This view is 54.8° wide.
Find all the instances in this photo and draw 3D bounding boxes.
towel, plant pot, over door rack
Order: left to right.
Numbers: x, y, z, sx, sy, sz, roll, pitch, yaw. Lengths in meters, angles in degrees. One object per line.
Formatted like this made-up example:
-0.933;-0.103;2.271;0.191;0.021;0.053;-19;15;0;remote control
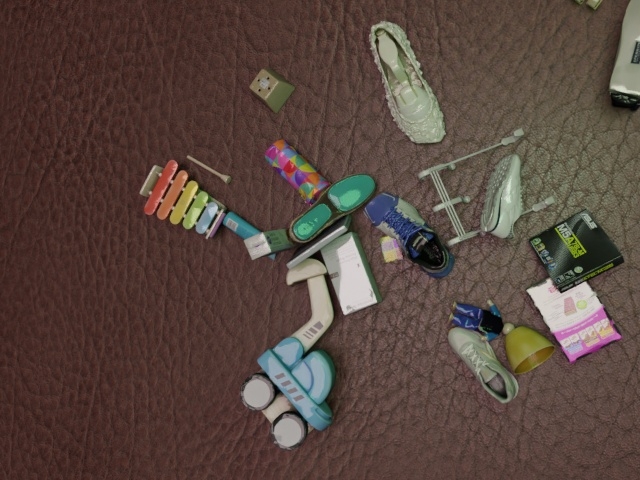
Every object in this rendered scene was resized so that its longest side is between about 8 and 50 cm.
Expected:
-0.166;-0.490;1.986;0.109;0.096;0.109;40;101;14;plant pot
0.217;0.025;1.905;0.060;0.009;0.083;-17;83;17;towel
0.474;-0.144;1.792;0.324;0.108;0.240;-23;82;1;over door rack
0.576;0.299;1.740;0.134;0.134;0.095;-38;55;13;plant pot

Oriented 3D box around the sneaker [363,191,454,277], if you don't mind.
0.267;-0.024;1.796;0.127;0.182;0.315;-46;79;3;sneaker

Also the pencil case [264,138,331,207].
-0.073;-0.213;1.953;0.104;0.104;0.236;-45;76;11;pencil case

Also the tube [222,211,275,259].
-0.226;-0.018;2.015;0.207;0.080;0.052;35;55;15;tube

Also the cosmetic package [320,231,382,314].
0.093;0.102;1.902;0.117;0.085;0.231;-23;81;15;cosmetic package

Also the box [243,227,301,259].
-0.133;0.004;1.847;0.067;0.324;0.063;-24;88;16;box

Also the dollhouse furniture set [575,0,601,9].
0.825;-0.694;1.713;0.182;0.101;0.161;43;125;13;dollhouse furniture set

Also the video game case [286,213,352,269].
0.000;0.000;1.877;0.212;0.193;0.023;-35;97;13;video game case

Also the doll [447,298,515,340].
0.473;0.230;1.796;0.188;0.046;0.129;18;67;10;doll

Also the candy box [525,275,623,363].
0.702;0.201;1.721;0.159;0.071;0.234;-30;81;13;candy box

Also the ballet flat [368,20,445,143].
0.242;-0.472;1.845;0.146;0.147;0.409;-26;82;15;ballet flat

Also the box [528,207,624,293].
0.695;0.027;1.691;0.184;0.045;0.191;-31;44;16;box

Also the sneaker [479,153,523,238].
0.514;-0.121;1.700;0.094;0.090;0.235;19;84;-13;sneaker

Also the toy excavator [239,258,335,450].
-0.052;0.340;1.898;0.445;0.222;0.433;-41;80;-1;toy excavator

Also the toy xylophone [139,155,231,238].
-0.440;-0.154;2.070;0.322;0.081;0.236;24;95;16;toy xylophone

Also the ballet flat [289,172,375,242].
0.028;-0.102;1.901;0.315;0.106;0.108;-33;90;-13;ballet flat

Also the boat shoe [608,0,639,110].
0.854;-0.512;1.649;0.127;0.158;0.341;22;94;23;boat shoe

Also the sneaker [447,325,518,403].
0.465;0.352;1.764;0.099;0.121;0.262;-46;76;12;sneaker
